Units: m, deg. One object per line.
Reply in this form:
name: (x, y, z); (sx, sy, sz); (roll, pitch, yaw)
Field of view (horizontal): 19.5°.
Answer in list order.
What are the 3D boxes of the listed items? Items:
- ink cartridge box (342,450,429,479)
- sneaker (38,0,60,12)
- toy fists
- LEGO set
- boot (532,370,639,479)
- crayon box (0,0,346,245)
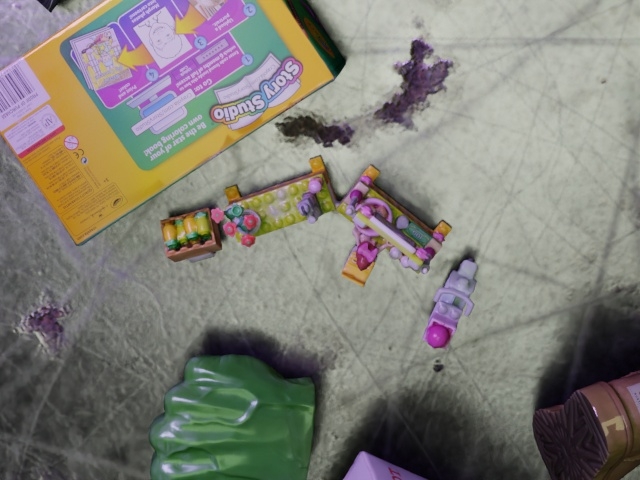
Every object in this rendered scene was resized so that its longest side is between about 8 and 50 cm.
ink cartridge box: (0.116, 0.348, 1.598); (0.270, 0.198, 0.197); (26, 105, -18)
sneaker: (-0.175, -0.255, 1.590); (0.077, 0.072, 0.178); (40, 110, -15)
toy fists: (-0.093, 0.236, 1.683); (0.142, 0.096, 0.279); (5, 105, -11)
LEGO set: (0.000, 0.000, 1.610); (0.287, 0.107, 0.132); (16, 104, 2)
boot: (0.334, 0.138, 1.596); (0.269, 0.236, 0.089); (-18, 80, -12)
crayon box: (-0.138, -0.140, 1.604); (0.278, 0.081, 0.165); (-32, 98, 12)
